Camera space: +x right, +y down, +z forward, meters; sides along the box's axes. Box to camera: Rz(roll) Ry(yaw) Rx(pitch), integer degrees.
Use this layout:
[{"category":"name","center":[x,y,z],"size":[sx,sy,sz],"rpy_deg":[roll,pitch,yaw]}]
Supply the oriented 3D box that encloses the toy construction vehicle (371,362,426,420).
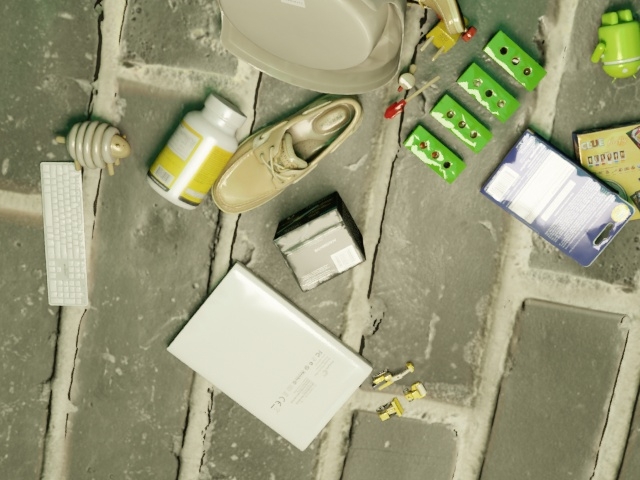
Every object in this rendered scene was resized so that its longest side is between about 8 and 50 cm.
[{"category":"toy construction vehicle","center":[0.136,0.273,1.773],"size":[0.098,0.035,0.086],"rpy_deg":[-26,100,6]}]

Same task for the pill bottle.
[{"category":"pill bottle","center":[-0.203,-0.151,1.653],"size":[0.103,0.103,0.184],"rpy_deg":[35,100,-6]}]

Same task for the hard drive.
[{"category":"hard drive","center":[-0.089,0.207,1.758],"size":[0.307,0.040,0.203],"rpy_deg":[38,99,-7]}]

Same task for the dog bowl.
[{"category":"dog bowl","center":[-0.028,-0.361,1.502],"size":[0.349,0.349,0.102],"rpy_deg":[22,71,-4]}]

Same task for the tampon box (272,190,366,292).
[{"category":"tampon box","center":[0.000,0.000,1.653],"size":[0.120,0.161,0.101],"rpy_deg":[-28,101,7]}]

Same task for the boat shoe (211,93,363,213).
[{"category":"boat shoe","center":[-0.059,-0.146,1.654],"size":[0.302,0.098,0.109],"rpy_deg":[-34,100,7]}]

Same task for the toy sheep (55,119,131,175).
[{"category":"toy sheep","center":[-0.383,-0.160,1.664],"size":[0.132,0.091,0.091],"rpy_deg":[5,102,5]}]

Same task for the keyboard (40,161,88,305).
[{"category":"keyboard","center":[-0.448,-0.010,1.730],"size":[0.072,0.014,0.256],"rpy_deg":[0,102,0]}]

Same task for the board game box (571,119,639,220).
[{"category":"board game box","center":[0.563,-0.124,1.683],"size":[0.243,0.042,0.165],"rpy_deg":[-9,102,3]}]

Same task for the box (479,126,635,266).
[{"category":"box","center":[0.400,-0.071,1.669],"size":[0.225,0.036,0.136],"rpy_deg":[37,112,4]}]

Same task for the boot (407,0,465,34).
[{"category":"boot","center":[0.125,-0.389,1.587],"size":[0.165,0.077,0.213],"rpy_deg":[-28,70,8]}]

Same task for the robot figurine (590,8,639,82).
[{"category":"robot figurine","center":[0.495,-0.321,1.630],"size":[0.101,0.067,0.115],"rpy_deg":[-12,102,-9]}]

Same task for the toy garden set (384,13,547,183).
[{"category":"toy garden set","center":[0.220,-0.254,1.658],"size":[0.204,0.049,0.244],"rpy_deg":[39,100,-9]}]
